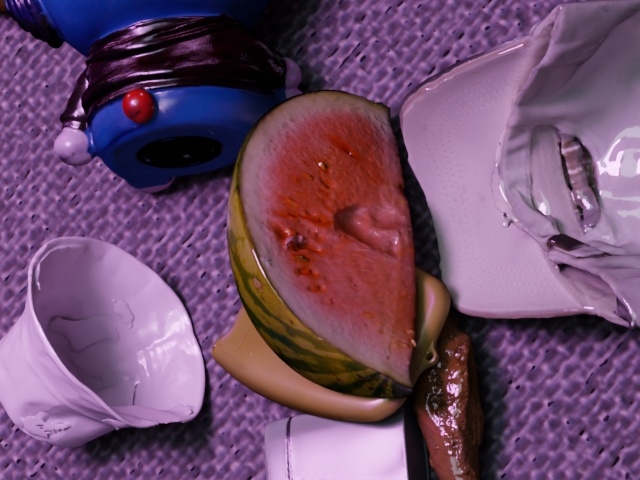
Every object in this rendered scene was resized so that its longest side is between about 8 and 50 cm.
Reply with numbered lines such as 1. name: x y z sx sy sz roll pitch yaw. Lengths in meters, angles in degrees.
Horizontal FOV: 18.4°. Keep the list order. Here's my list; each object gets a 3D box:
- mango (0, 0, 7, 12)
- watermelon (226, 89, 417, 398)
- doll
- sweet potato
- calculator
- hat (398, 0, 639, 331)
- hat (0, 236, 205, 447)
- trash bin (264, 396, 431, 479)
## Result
1. mango: -0.335 -0.295 1.986 0.267 0.111 0.133 6 65 23
2. watermelon: -0.018 0.014 1.684 0.128 0.159 0.303 124 150 -46
3. doll: -0.147 -0.224 1.801 0.284 0.240 0.310 -10 74 8
4. sweet potato: 0.108 0.138 1.643 0.068 0.060 0.206 -39 55 54
5. calculator: 0.009 0.073 1.696 0.236 0.033 0.157 14 70 41
6. hat: 0.208 -0.050 1.628 0.301 0.168 0.258 -15 86 47
7. hat: -0.215 0.107 1.767 0.126 0.203 0.203 -35 59 33
8. trash bin: 0.023 0.198 1.667 0.130 0.059 0.116 -14 67 21
